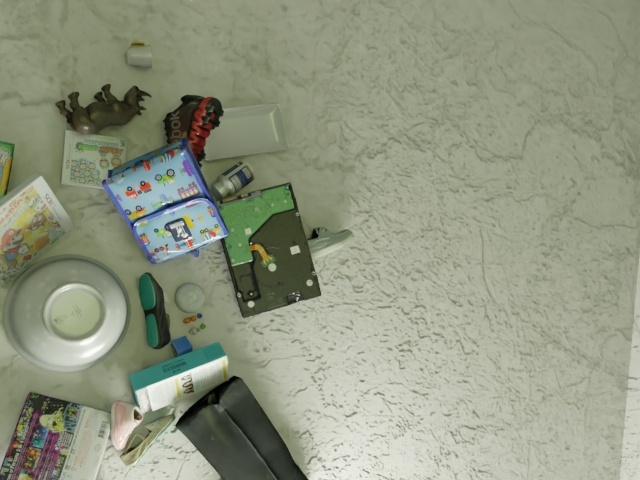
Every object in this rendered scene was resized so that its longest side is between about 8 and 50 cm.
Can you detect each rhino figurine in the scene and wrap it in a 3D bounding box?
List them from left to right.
[{"bbox_3d":[-0.553,-0.347,1.639,0.243,0.073,0.106,-26,91,-34],"label":"rhino figurine"}]

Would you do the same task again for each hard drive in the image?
[{"bbox_3d":[-0.154,0.026,1.774,0.237,0.064,0.338,-16,92,-11],"label":"hard drive"}]

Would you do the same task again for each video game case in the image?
[{"bbox_3d":[-0.703,-0.021,1.463,0.026,0.206,0.227,32,64,23],"label":"video game case"},{"bbox_3d":[-0.624,0.498,1.479,0.210,0.042,0.232,23,57,-24],"label":"video game case"},{"bbox_3d":[-0.589,-0.207,1.632,0.157,0.019,0.143,5,81,-27],"label":"video game case"}]

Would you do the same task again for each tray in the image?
[{"bbox_3d":[-0.229,-0.318,1.830,0.270,0.030,0.145,-13,89,-28],"label":"tray"}]

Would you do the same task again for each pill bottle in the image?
[{"bbox_3d":[-0.249,-0.169,1.779,0.120,0.067,0.067,-40,102,-26],"label":"pill bottle"}]

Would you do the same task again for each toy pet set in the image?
[{"bbox_3d":[-0.342,0.269,1.674,0.114,0.065,0.122,-19,92,-30],"label":"toy pet set"}]

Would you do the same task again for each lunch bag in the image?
[{"bbox_3d":[-0.389,-0.083,1.629,0.221,0.138,0.293,-24,113,-1],"label":"lunch bag"}]

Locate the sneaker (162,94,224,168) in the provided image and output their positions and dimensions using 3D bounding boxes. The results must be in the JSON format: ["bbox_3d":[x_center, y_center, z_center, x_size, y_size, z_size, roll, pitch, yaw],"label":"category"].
[{"bbox_3d":[-0.375,-0.276,1.710,0.135,0.098,0.276,25,94,16],"label":"sneaker"}]

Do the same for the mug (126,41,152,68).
[{"bbox_3d":[-0.495,-0.503,1.706,0.064,0.078,0.062,-6,119,-20],"label":"mug"}]

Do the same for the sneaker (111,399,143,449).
[{"bbox_3d":[-0.479,0.465,1.557,0.070,0.051,0.134,5,105,11],"label":"sneaker"}]

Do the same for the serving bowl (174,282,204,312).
[{"bbox_3d":[-0.353,0.156,1.706,0.083,0.027,0.083,3,83,-28],"label":"serving bowl"}]

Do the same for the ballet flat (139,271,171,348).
[{"bbox_3d":[-0.430,0.184,1.646,0.074,0.074,0.203,-6,80,-28],"label":"ballet flat"}]

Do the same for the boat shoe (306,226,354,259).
[{"bbox_3d":[-0.001,0.000,1.881,0.228,0.079,0.081,-23,99,-25],"label":"boat shoe"}]

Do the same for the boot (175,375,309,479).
[{"bbox_3d":[-0.231,0.633,1.638,0.367,0.146,0.445,-40,106,-36],"label":"boot"}]

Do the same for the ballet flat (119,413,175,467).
[{"bbox_3d":[-0.443,0.501,1.601,0.052,0.057,0.168,43,66,-6],"label":"ballet flat"}]

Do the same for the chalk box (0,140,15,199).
[{"bbox_3d":[-0.794,-0.170,1.457,0.132,0.132,0.212,9,78,-27],"label":"chalk box"}]

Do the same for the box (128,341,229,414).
[{"bbox_3d":[-0.362,0.355,1.621,0.244,0.060,0.100,-18,131,-24],"label":"box"}]

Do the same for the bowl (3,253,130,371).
[{"bbox_3d":[-0.600,0.173,1.515,0.298,0.134,0.297,4,81,-28],"label":"bowl"}]
